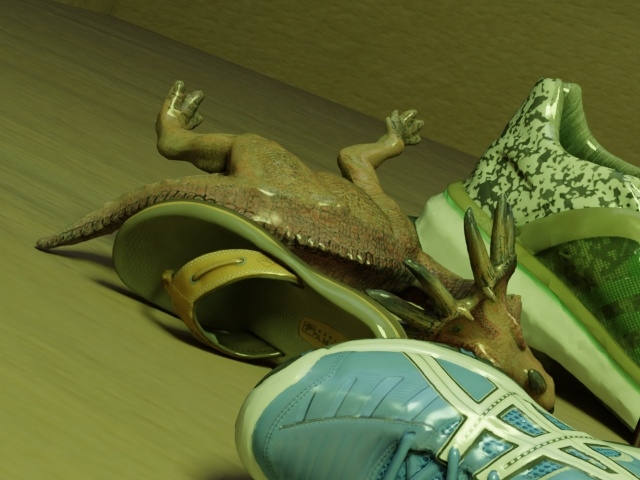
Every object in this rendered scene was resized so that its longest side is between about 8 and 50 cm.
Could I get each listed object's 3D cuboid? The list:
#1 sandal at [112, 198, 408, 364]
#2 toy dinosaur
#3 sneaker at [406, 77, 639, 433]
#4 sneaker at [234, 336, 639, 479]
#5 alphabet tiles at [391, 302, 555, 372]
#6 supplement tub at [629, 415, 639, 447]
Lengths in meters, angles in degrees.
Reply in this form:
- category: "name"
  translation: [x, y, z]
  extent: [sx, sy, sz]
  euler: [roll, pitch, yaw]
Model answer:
- category: "sandal"
  translation: [-0.038, 0.034, 0.688]
  extent: [0.180, 0.072, 0.049]
  euler: [28, 34, 23]
- category: "toy dinosaur"
  translation: [0.000, 0.000, 0.778]
  extent: [0.296, 0.127, 0.200]
  euler: [9, 20, -24]
- category: "sneaker"
  translation: [0.239, 0.026, 0.841]
  extent: [0.410, 0.182, 0.158]
  euler: [34, 18, 29]
- category: "sneaker"
  translation: [0.072, 0.093, 0.492]
  extent: [0.211, 0.080, 0.081]
  euler: [17, 6, -5]
- category: "alphabet tiles"
  translation: [0.107, 0.040, 1.043]
  extent: [0.278, 0.021, 0.284]
  euler: [20, 9, 3]
- category: "supplement tub"
  translation: [0.239, 0.117, 0.609]
  extent: [0.198, 0.106, 0.106]
  euler: [22, 10, 18]
